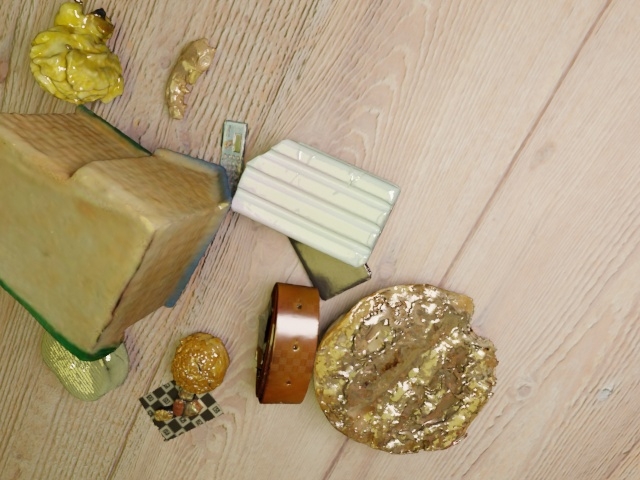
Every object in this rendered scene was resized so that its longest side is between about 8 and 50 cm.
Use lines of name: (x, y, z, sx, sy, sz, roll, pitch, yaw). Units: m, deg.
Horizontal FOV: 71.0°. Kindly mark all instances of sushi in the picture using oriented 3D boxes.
sushi: (-0.358, 0.420, 1.113, 0.201, 0.031, 0.139, -31, 94, 16)

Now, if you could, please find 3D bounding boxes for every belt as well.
belt: (-0.073, 0.212, 0.929, 0.105, 0.184, 0.261, 6, 114, -13)

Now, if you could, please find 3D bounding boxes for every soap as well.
soap: (-0.007, -0.082, 0.877, 0.289, 0.095, 0.173, 25, 104, 5)

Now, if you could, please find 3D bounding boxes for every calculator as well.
calculator: (-0.192, -0.169, 0.964, 0.057, 0.018, 0.172, 12, 102, 7)

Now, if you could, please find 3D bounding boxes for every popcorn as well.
popcorn: (-0.499, -0.376, 0.909, 0.173, 0.168, 0.195, -14, 88, 51)

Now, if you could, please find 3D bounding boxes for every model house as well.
model house: (-0.405, -0.050, 0.876, 0.382, 0.342, 0.334, 37, 114, 4)

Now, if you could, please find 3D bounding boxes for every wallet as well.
wallet: (0.000, 0.000, 0.953, 0.124, 0.025, 0.244, -28, 95, 13)

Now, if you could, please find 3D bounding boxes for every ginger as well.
ginger: (-0.277, -0.339, 0.932, 0.069, 0.051, 0.173, 35, 111, 9)

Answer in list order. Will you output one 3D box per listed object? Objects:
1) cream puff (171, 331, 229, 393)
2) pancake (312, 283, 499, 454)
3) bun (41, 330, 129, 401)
cream puff: (-0.280, 0.288, 1.032, 0.126, 0.103, 0.144, 7, 109, 9)
pancake: (0.184, 0.263, 0.904, 0.382, 0.071, 0.382, -1, 101, -7)
bun: (-0.559, 0.271, 1.086, 0.221, 0.108, 0.221, 6, 109, 17)
